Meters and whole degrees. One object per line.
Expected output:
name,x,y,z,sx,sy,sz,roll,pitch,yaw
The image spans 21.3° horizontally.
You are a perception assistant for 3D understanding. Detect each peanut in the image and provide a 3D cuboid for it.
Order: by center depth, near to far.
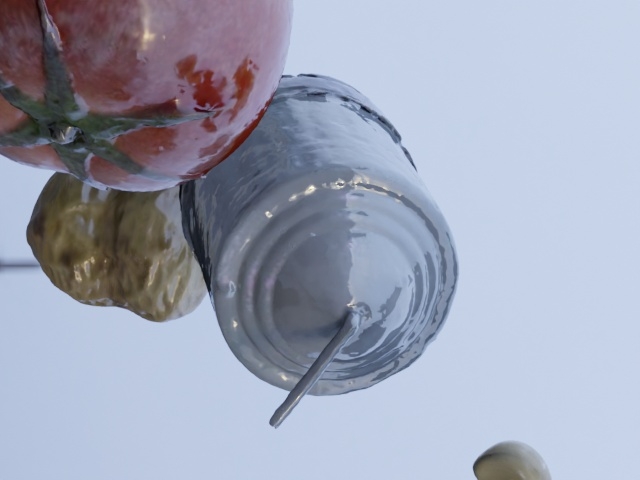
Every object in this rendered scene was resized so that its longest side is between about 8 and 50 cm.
peanut,-0.229,-0.009,2.007,0.110,0.233,0.197,15,83,-78

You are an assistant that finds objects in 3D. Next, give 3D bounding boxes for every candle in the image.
candle,0.000,0.000,1.465,0.342,0.221,0.221,-118,-144,-63

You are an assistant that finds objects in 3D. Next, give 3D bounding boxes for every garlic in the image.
garlic,0.190,0.224,1.682,0.083,0.041,0.053,8,-60,28

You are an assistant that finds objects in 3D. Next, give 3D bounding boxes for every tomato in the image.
tomato,-0.147,-0.170,1.164,0.265,0.265,0.265,-179,-90,-65
